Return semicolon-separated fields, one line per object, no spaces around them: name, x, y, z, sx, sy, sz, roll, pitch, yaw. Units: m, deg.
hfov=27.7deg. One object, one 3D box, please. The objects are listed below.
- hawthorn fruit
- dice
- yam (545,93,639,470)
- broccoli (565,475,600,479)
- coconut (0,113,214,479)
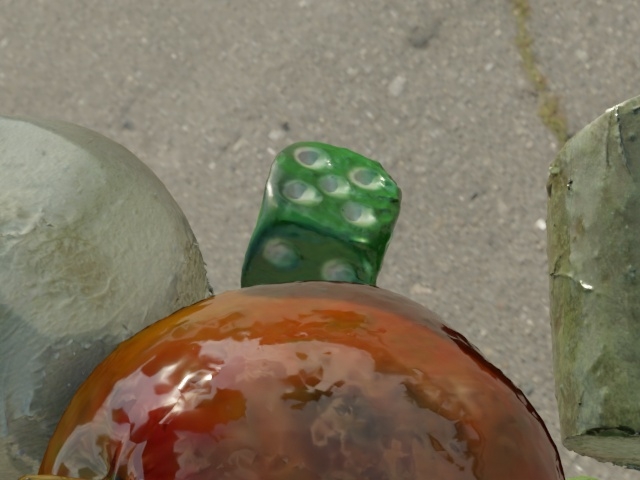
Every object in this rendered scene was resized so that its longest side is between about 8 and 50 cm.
hawthorn fruit;-0.034;0.147;0.650;0.277;0.298;0.277;-21;61;43
dice;0.000;0.000;1.139;0.131;0.120;0.128;-74;2;-52
yam;0.269;0.038;1.069;0.168;0.168;0.304;-12;70;30
broccoli;0.145;0.263;0.904;0.261;0.269;0.242;-96;21;-57
coconut;-0.198;0.061;0.798;0.245;0.245;0.247;-3;39;34
